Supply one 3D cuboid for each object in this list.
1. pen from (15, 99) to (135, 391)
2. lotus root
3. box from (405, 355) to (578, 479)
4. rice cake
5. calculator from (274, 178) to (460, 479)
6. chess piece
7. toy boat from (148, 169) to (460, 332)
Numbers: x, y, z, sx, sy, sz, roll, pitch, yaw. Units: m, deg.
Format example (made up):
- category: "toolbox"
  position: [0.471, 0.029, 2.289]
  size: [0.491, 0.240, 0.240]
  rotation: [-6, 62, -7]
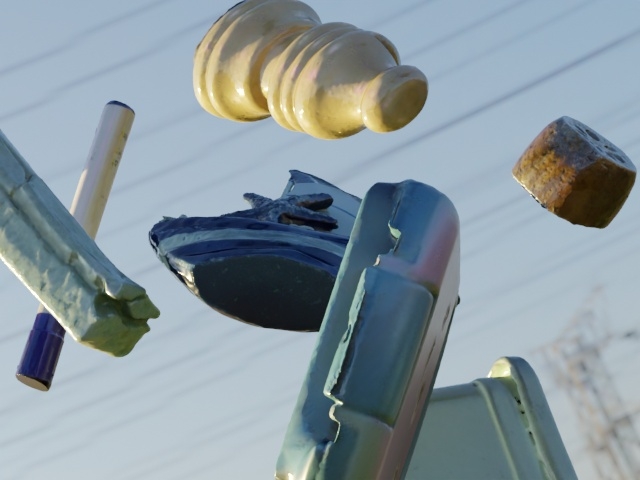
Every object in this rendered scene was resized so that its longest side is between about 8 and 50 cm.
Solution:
- category: "pen"
  position: [-0.211, 0.001, 1.700]
  size: [0.033, 0.269, 0.033]
  rotation: [14, -20, 5]
- category: "lotus root"
  position: [0.271, -0.072, 2.051]
  size: [0.112, 0.122, 0.081]
  rotation: [9, -61, -51]
- category: "box"
  position: [0.066, 0.245, 1.609]
  size: [0.182, 0.175, 0.312]
  rotation: [-3, -38, -20]
- category: "rice cake"
  position: [-0.240, -0.041, 1.465]
  size: [0.063, 0.336, 0.066]
  rotation: [-48, -29, 6]
- category: "calculator"
  position: [0.030, 0.069, 1.001]
  size: [0.051, 0.173, 0.293]
  rotation: [16, -9, 7]
- category: "chess piece"
  position: [-0.001, -0.157, 1.930]
  size: [0.139, 0.124, 0.307]
  rotation: [-17, 22, -25]
- category: "toy boat"
  position: [-0.028, -0.002, 1.439]
  size: [0.210, 0.291, 0.070]
  rotation: [7, -71, -19]
